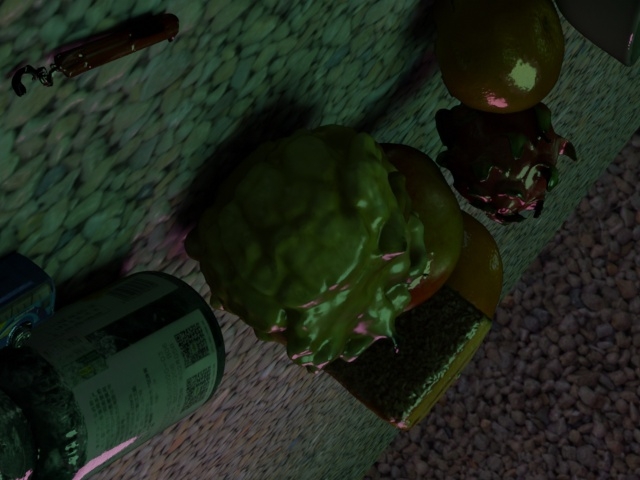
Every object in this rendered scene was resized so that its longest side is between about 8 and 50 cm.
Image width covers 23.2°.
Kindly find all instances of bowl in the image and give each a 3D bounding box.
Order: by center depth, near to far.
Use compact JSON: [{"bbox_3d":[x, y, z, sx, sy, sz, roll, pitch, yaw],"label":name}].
[{"bbox_3d":[0.309,-0.336,1.607,0.289,0.146,0.289,-60,166,-26],"label":"bowl"}]

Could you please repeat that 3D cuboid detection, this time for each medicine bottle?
[{"bbox_3d":[-0.215,0.132,1.333,0.293,0.141,0.141,-29,156,-54],"label":"medicine bottle"}]

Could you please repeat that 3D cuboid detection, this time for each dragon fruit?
[{"bbox_3d":[0.195,-0.126,1.738,0.135,0.236,0.137,-28,143,18],"label":"dragon fruit"}]

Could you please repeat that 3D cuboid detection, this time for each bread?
[{"bbox_3d":[0.069,0.098,1.915,0.184,0.234,0.110,-51,163,3],"label":"bread"}]

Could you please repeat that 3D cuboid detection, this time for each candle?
[{"bbox_3d":[-0.152,-0.131,1.079,0.026,0.021,0.167,-34,179,39],"label":"candle"}]

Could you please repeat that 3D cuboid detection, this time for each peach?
[{"bbox_3d":[0.059,-0.006,1.711,0.197,0.197,0.197,-45,165,-15],"label":"peach"}]

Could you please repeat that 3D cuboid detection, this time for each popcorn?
[{"bbox_3d":[0.001,0.008,1.495,0.249,0.225,0.249,-35,162,-13],"label":"popcorn"}]

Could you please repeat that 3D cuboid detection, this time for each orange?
[{"bbox_3d":[0.181,-0.206,1.628,0.134,0.155,0.154,-16,-170,39],"label":"orange"},{"bbox_3d":[0.140,0.069,2.066,0.240,0.171,0.240,-39,-149,29],"label":"orange"}]

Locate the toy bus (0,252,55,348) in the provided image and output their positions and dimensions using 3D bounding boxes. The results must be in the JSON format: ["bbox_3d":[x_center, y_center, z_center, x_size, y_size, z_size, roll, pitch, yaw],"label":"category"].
[{"bbox_3d":[-0.268,0.065,1.190,0.153,0.051,0.061,-35,155,-42],"label":"toy bus"}]
